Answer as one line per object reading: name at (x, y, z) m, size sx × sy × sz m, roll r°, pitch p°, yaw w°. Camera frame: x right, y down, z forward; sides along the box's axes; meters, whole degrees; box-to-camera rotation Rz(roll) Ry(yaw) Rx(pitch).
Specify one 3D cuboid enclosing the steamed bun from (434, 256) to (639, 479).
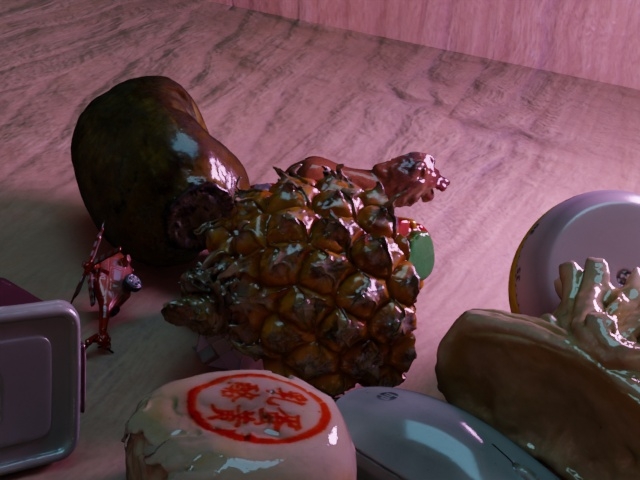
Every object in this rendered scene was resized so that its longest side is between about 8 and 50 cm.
steamed bun at (0.341, 0.152, 1.604) m, size 0.428 × 0.247 × 0.189 m, roll 23°, pitch 36°, yaw 38°

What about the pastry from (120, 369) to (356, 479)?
pastry at (-0.084, 0.233, 1.438) m, size 0.265 × 0.133 × 0.265 m, roll 3°, pitch 23°, yaw -1°

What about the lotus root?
lotus root at (-0.236, -0.095, 2.014) m, size 0.251 × 0.250 × 0.346 m, roll -2°, pitch 23°, yaw -24°

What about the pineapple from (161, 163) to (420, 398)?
pineapple at (-0.040, 0.020, 1.680) m, size 0.286 × 0.209 × 0.344 m, roll -3°, pitch 45°, yaw -34°

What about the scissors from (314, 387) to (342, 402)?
scissors at (-0.048, 0.211, 1.631) m, size 0.204 × 0.027 × 0.101 m, roll -11°, pitch 26°, yaw -43°

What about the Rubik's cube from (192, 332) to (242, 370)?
Rubik's cube at (-0.130, 0.119, 1.760) m, size 0.073 × 0.084 × 0.075 m, roll 11°, pitch 6°, yaw -4°

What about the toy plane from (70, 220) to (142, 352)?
toy plane at (-0.277, 0.071, 1.804) m, size 0.077 × 0.126 × 0.194 m, roll 29°, pitch 12°, yaw -25°

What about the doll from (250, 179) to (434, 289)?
doll at (0.000, -0.001, 1.986) m, size 0.363 × 0.160 × 0.183 m, roll 24°, pitch 43°, yaw 38°

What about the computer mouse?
computer mouse at (0.140, 0.238, 1.545) m, size 0.288 × 0.097 × 0.159 m, roll 18°, pitch 22°, yaw 24°

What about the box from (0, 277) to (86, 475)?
box at (-0.414, 0.145, 1.460) m, size 0.294 × 0.193 × 0.167 m, roll -8°, pitch 22°, yaw -35°

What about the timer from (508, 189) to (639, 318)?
timer at (0.376, 0.074, 1.868) m, size 0.285 × 0.285 × 0.285 m, roll 7°, pitch 22°, yaw -3°

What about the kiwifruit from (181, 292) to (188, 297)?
kiwifruit at (-0.134, 0.087, 1.841) m, size 0.124 × 0.075 × 0.075 m, roll 26°, pitch 28°, yaw 27°

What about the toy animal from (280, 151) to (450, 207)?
toy animal at (0.052, -0.082, 2.207) m, size 0.313 × 0.157 × 0.097 m, roll 6°, pitch 21°, yaw -8°
